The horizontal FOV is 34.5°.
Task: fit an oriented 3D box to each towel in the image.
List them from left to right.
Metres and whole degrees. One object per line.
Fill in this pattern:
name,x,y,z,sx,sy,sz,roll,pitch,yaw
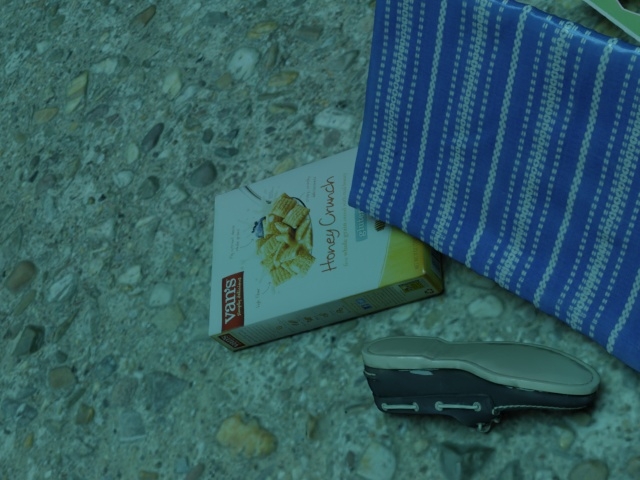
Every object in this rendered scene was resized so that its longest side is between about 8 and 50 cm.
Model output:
towel,0.159,-0.060,0.811,0.336,0.243,0.040,31,41,32

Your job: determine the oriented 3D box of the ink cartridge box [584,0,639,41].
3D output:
ink cartridge box,0.364,-0.266,0.940,0.235,0.056,0.171,-43,46,8

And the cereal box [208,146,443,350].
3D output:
cereal box,0.000,0.000,1.020,0.240,0.047,0.173,-18,54,24

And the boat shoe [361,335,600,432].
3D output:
boat shoe,0.131,0.123,0.858,0.206,0.075,0.065,4,107,30
